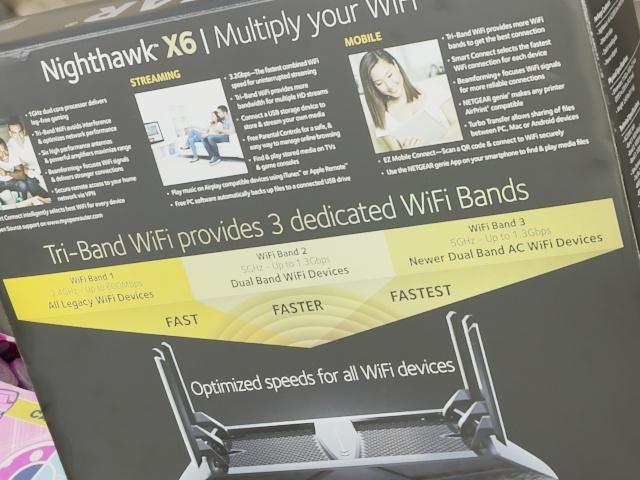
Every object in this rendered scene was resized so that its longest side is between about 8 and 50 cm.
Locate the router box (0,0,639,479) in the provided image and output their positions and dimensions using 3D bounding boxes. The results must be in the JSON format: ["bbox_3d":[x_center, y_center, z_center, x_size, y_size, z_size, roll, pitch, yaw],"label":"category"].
[{"bbox_3d":[0.000,0.000,0.737,0.308,0.243,0.081,-7,22,25],"label":"router box"}]

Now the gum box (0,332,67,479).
[{"bbox_3d":[-0.187,0.121,0.990,0.107,0.188,0.062,-50,54,9],"label":"gum box"}]
